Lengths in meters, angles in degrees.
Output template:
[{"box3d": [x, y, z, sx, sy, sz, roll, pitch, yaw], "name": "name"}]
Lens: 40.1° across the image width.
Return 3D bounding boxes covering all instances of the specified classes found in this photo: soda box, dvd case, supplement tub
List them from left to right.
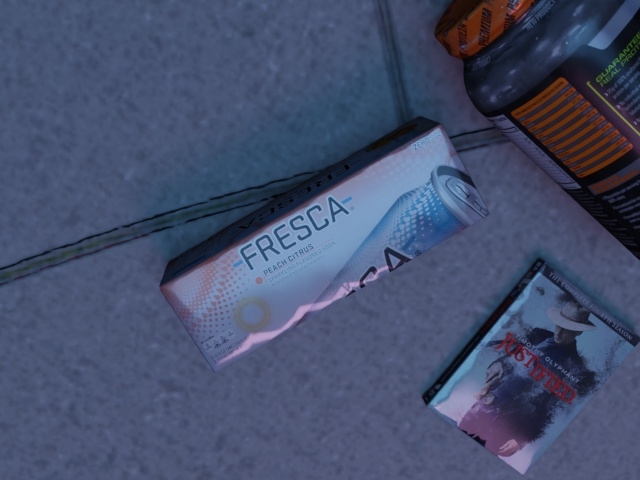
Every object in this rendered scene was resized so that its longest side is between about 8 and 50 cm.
[{"box3d": [0.000, 0.000, 0.510, 0.183, 0.058, 0.063, -30, 104, 3], "name": "soda box"}, {"box3d": [0.136, 0.083, 0.564, 0.087, 0.013, 0.119, 37, 96, -12], "name": "dvd case"}, {"box3d": [0.161, -0.081, 0.475, 0.190, 0.117, 0.117, 41, 96, -12], "name": "supplement tub"}]
